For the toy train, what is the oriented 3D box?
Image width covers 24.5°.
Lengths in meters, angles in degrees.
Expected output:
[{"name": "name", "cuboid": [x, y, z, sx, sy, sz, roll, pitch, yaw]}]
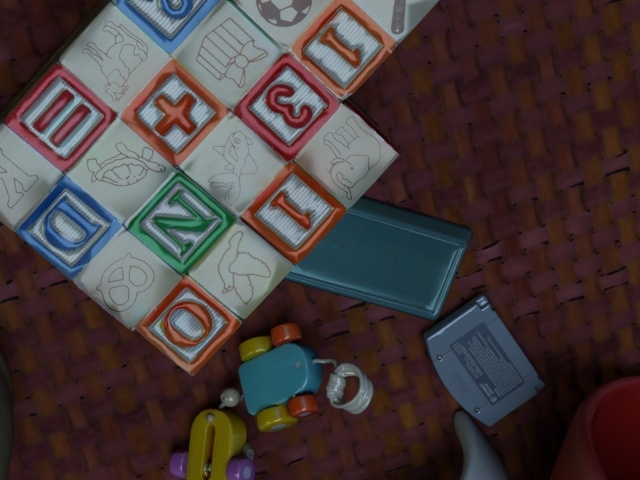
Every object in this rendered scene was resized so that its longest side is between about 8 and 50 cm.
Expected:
[{"name": "toy train", "cuboid": [-0.025, 0.136, 0.913, 0.046, 0.125, 0.166, 15, 105, -55]}]

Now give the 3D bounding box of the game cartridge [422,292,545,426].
[{"name": "game cartridge", "cuboid": [0.104, 0.080, 0.964, 0.056, 0.017, 0.083, -36, 113, -1]}]

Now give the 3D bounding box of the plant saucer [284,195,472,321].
[{"name": "plant saucer", "cuboid": [0.000, 0.000, 0.910, 0.192, 0.018, 0.067, 16, 106, -18]}]

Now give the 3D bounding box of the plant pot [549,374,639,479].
[{"name": "plant pot", "cuboid": [0.233, 0.259, 0.942, 0.274, 0.275, 0.243, 17, 116, -18]}]

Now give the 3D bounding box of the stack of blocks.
[{"name": "stack of blocks", "cuboid": [-0.037, -0.095, 0.813, 0.171, 0.087, 0.297, 41, 96, -16]}]

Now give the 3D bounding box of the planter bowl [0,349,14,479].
[{"name": "planter bowl", "cuboid": [-0.247, 0.128, 0.830, 0.162, 0.109, 0.162, -11, 130, -14]}]

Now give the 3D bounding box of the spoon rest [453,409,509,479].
[{"name": "spoon rest", "cuboid": [0.006, 0.224, 0.960, 0.276, 0.084, 0.137, -38, 113, 3]}]
